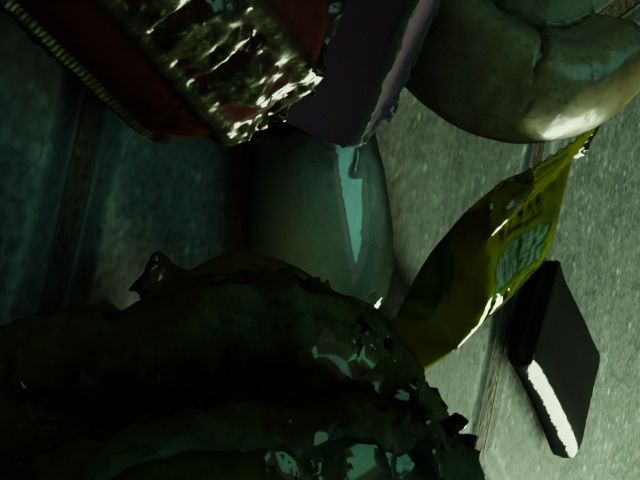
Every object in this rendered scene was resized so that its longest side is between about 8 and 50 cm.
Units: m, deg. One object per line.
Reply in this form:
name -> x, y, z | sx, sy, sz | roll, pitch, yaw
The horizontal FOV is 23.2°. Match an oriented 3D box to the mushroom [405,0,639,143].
mushroom -> 0.143, -0.191, 1.269 | 0.189, 0.253, 0.195 | -36, 171, -26

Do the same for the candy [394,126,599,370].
candy -> 0.133, 0.031, 1.363 | 0.187, 0.081, 0.297 | -40, 164, -48

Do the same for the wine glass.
wine glass -> 0.000, 0.000, 1.185 | 0.111, 0.111, 0.204 | -37, 129, -51

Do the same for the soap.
soap -> 0.058, -0.212, 1.087 | 0.181, 0.081, 0.259 | -59, 172, -59

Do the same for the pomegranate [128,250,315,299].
pomegranate -> -0.065, 0.091, 1.028 | 0.196, 0.196, 0.196 | -26, 120, -56

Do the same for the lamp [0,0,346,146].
lamp -> -0.097, -0.167, 0.912 | 0.274, 0.177, 0.177 | 44, 60, -57

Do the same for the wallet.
wallet -> 0.271, 0.137, 1.790 | 0.250, 0.044, 0.149 | 56, 46, -51

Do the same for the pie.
pie -> -0.072, 0.224, 0.905 | 0.180, 0.395, 0.418 | -102, -176, -57
